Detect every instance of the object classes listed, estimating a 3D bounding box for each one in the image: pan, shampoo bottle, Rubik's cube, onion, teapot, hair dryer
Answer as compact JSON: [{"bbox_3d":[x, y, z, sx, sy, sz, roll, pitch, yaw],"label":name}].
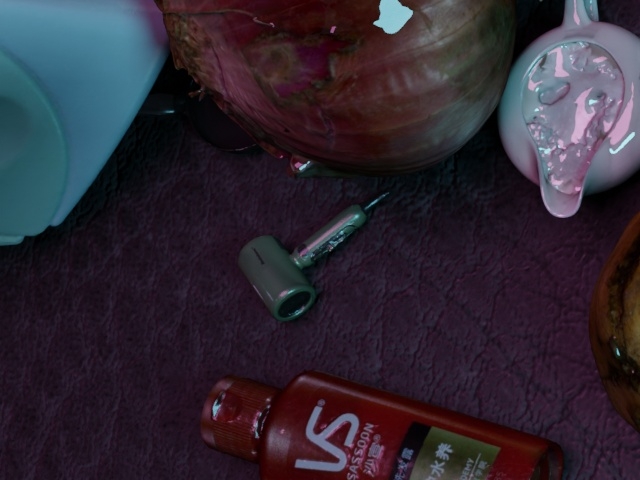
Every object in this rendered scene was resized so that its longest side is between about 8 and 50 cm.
[{"bbox_3d":[-0.117,-0.128,1.707,0.212,0.040,0.114,-7,73,18],"label":"pan"},{"bbox_3d":[0.045,0.182,1.516,0.314,0.076,0.118,15,86,30],"label":"shampoo bottle"},{"bbox_3d":[-0.366,-0.224,1.632,0.351,0.347,0.352,-52,50,37],"label":"Rubik's cube"},{"bbox_3d":[0.007,-0.210,1.483,0.354,0.353,0.353,-8,73,26],"label":"onion"},{"bbox_3d":[0.217,-0.117,1.503,0.145,0.092,0.226,-7,72,23],"label":"teapot"},{"bbox_3d":[0.000,0.000,1.613,0.150,0.047,0.071,-39,61,6],"label":"hair dryer"}]

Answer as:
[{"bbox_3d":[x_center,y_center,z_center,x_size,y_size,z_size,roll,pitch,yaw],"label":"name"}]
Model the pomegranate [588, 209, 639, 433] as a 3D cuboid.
[{"bbox_3d":[0.324,0.066,1.317,0.260,0.260,0.260,-8,73,26],"label":"pomegranate"}]
